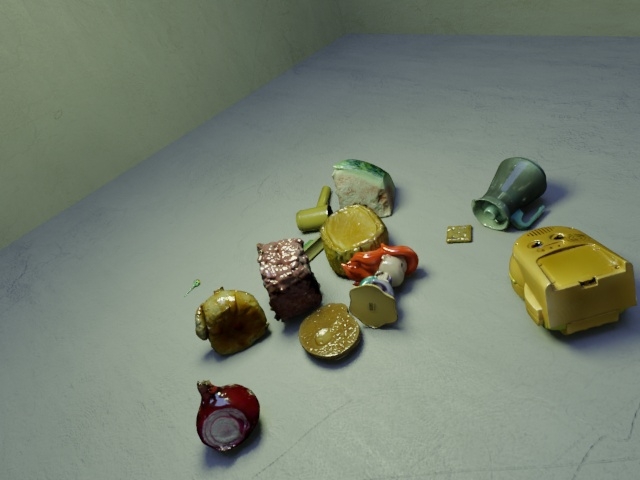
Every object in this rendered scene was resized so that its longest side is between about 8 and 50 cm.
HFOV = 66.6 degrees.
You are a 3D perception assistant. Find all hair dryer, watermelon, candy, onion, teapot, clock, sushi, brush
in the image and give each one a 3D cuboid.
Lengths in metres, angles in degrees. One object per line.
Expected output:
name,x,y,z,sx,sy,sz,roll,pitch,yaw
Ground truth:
hair dryer,-0.007,-0.137,1.968,0.135,0.090,0.278,-11,32,18
watermelon,0.169,-0.197,1.861,0.193,0.310,0.231,-5,78,21
candy,-0.488,0.182,1.850,0.083,0.025,0.023,-55,19,-25
onion,-0.257,0.435,1.286,0.173,0.198,0.135,-30,7,-6
teapot,0.631,-0.144,1.604,0.203,0.171,0.225,40,71,17
clock,0.639,0.083,1.291,0.244,0.200,0.317,-14,29,5
sushi,-0.101,0.106,1.545,0.171,0.270,0.236,-18,49,-2
brush,0.000,0.000,1.806,0.282,0.054,0.048,-42,32,-25

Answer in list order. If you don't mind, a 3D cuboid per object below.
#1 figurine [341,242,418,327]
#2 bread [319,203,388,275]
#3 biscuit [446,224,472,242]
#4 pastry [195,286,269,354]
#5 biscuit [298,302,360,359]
figurine,0.176,0.113,1.487,0.208,0.181,0.257,-32,18,38
bread,0.120,0.001,1.676,0.227,0.142,0.253,-21,40,-1
biscuit,0.465,-0.023,1.634,0.083,0.018,0.081,-3,40,23
pastry,-0.274,0.254,1.521,0.229,0.218,0.100,5,25,-26
biscuit,0.029,0.278,1.447,0.181,0.049,0.208,-29,37,-10
